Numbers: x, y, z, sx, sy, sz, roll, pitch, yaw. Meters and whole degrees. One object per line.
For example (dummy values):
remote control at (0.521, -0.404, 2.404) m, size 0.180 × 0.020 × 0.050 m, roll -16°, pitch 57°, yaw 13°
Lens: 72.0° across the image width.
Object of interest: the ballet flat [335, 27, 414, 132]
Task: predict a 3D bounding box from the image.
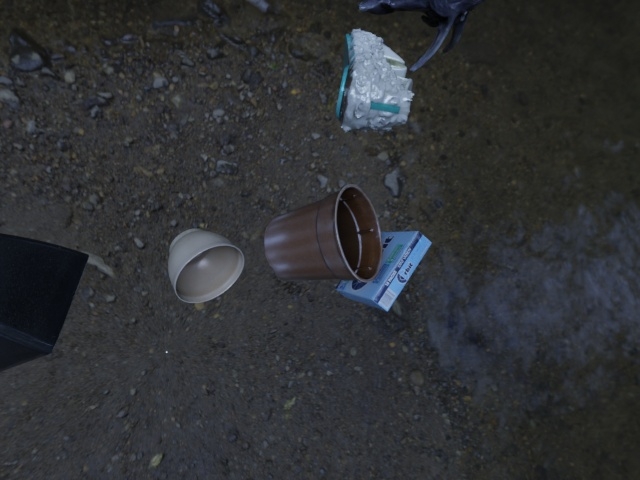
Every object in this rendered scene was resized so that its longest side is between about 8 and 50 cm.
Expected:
ballet flat at (0.102, -0.298, 0.832) m, size 0.147 × 0.147 × 0.409 m, roll 24°, pitch 34°, yaw -12°

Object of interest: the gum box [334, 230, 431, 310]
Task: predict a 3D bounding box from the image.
gum box at (0.119, 0.055, 0.886) m, size 0.041 × 0.184 × 0.157 m, roll 39°, pitch 77°, yaw -17°

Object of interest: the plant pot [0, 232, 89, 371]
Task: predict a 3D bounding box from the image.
plant pot at (-0.538, 0.090, 0.731) m, size 0.167 × 0.188 × 0.187 m, roll 40°, pitch 40°, yaw -43°

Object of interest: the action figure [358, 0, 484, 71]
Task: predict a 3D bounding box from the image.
action figure at (0.088, -0.253, 0.282) m, size 0.164 × 0.141 × 0.276 m, roll -32°, pitch 125°, yaw -20°

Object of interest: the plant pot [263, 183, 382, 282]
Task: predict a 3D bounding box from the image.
plant pot at (0.000, 0.000, 0.778) m, size 0.167 × 0.165 × 0.167 m, roll 25°, pitch 60°, yaw -53°

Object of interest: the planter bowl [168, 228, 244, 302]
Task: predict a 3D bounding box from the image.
planter bowl at (-0.265, 0.041, 0.968) m, size 0.162 × 0.162 × 0.109 m, roll -29°, pitch 56°, yaw -23°
